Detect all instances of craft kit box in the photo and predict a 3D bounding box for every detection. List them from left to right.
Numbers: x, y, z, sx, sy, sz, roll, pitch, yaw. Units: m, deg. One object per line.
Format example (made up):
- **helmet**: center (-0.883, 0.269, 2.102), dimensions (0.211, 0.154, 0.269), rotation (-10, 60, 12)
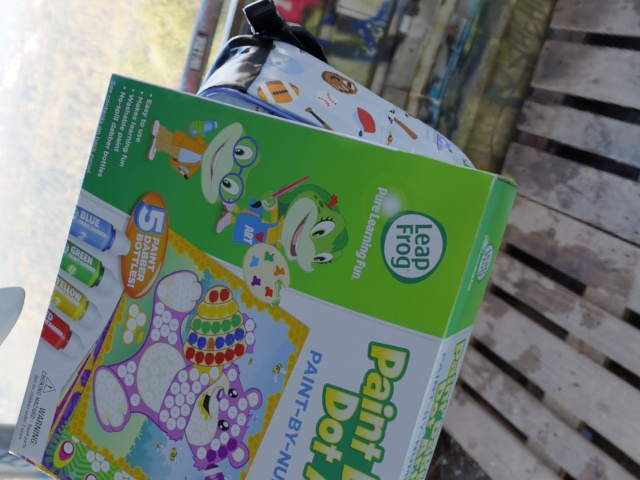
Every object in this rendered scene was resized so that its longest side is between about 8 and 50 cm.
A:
- **craft kit box**: center (-0.046, 0.052, 0.438), dimensions (0.247, 0.061, 0.249), rotation (18, 95, 23)

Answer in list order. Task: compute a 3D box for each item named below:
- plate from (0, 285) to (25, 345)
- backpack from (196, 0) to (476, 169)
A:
- **plate**: center (-0.375, 0.142, 0.539), dimensions (0.277, 0.278, 0.045), rotation (-46, 69, 29)
- **backpack**: center (0.000, 0.000, 0.612), dimensions (0.213, 0.264, 0.276), rotation (-85, 20, -47)
